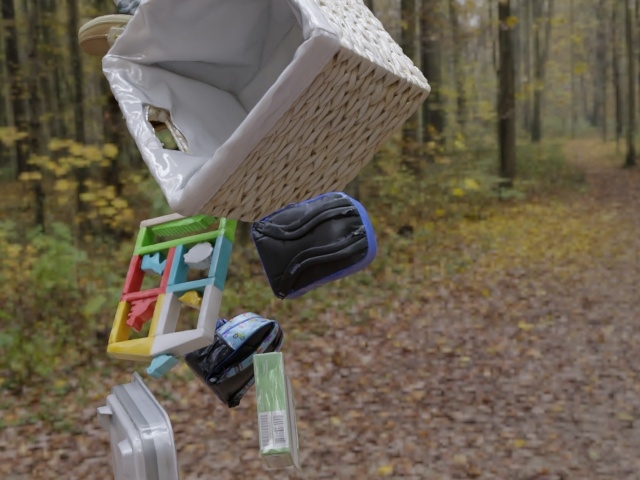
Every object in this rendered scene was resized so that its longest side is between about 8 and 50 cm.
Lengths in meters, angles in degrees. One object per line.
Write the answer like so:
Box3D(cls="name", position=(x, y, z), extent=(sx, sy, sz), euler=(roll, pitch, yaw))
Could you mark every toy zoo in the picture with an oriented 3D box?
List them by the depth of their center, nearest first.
Box3D(cls="toy zoo", position=(-0.236, 0.080, 1.507), extent=(0.192, 0.293, 0.030), euler=(-11, -37, 29))

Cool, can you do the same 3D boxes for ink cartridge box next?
Box3D(cls="ink cartridge box", position=(-0.073, 0.308, 1.646), extent=(0.056, 0.171, 0.235), euler=(-6, -24, -1))

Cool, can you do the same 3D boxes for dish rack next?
Box3D(cls="dish rack", position=(-0.265, 0.359, 1.386), extent=(0.072, 0.285, 0.333), euler=(-6, 7, -21))

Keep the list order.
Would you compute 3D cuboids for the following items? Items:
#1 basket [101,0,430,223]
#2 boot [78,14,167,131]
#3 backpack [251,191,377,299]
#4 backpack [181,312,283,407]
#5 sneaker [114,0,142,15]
Box3D(cls="basket", position=(-0.081, -0.236, 1.347), extent=(0.266, 0.331, 0.328), euler=(11, 39, -47))
Box3D(cls="boot", position=(-0.345, -0.302, 1.740), extent=(0.262, 0.203, 0.095), euler=(4, -12, 21))
Box3D(cls="backpack", position=(0.000, 0.000, 1.043), extent=(0.120, 0.098, 0.101), euler=(-25, -7, 14))
Box3D(cls="backpack", position=(-0.158, 0.203, 1.783), extent=(0.117, 0.173, 0.158), euler=(39, -14, 28))
Box3D(cls="sneaker", position=(-0.341, -0.411, 1.846), extent=(0.065, 0.076, 0.166), euler=(-27, -32, 16))
